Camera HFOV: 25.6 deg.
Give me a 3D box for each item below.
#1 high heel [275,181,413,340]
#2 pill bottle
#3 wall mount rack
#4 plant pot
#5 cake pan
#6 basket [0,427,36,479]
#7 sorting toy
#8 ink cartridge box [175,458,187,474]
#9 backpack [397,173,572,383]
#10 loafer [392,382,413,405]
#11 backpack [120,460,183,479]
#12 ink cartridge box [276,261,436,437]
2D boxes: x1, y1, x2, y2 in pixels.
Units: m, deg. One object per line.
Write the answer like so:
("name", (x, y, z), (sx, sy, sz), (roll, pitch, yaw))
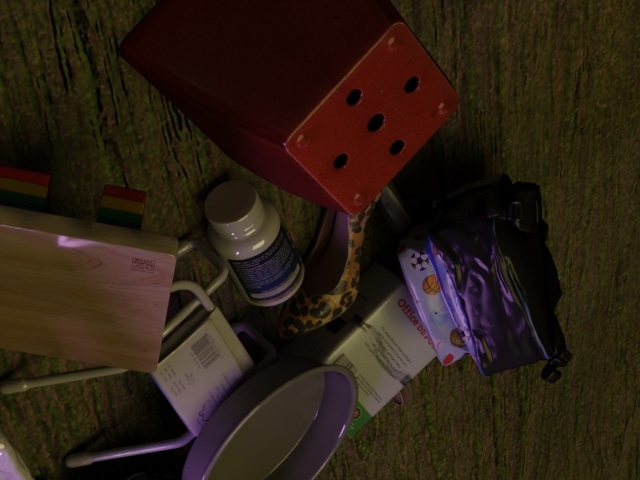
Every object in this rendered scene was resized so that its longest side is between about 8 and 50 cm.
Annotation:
("high heel", (0.000, 0.000, 1.862), (0.261, 0.093, 0.186), (-48, 140, -9))
("pill bottle", (-0.086, 0.001, 1.772), (0.094, 0.094, 0.169), (-39, 142, -11))
("wall mount rack", (-0.215, 0.169, 1.781), (0.304, 0.130, 0.350), (-42, 142, -13))
("plant pot", (-0.006, -0.187, 1.568), (0.267, 0.236, 0.267), (-48, 143, 0))
("cake pan", (-0.071, 0.270, 1.876), (0.293, 0.054, 0.293), (-35, 148, -26))
("basket", (-0.483, 0.302, 1.511), (0.331, 0.266, 0.328), (-32, 140, -17))
("sorting toy", (-0.287, 0.026, 1.514), (0.257, 0.089, 0.255), (10, 146, -6))
("ink cartridge box", (-0.164, 0.394, 2.084), (0.097, 0.046, 0.207), (-23, 136, -30))
("backpack", (0.234, 0.039, 1.971), (0.263, 0.213, 0.276), (-53, 129, -61))
("loafer", (0.100, 0.206, 2.169), (0.050, 0.056, 0.148), (-36, 131, -14))
("backpack", (-0.268, 0.442, 1.901), (0.253, 0.191, 0.225), (-33, 157, 13))
("ink cartridge box", (0.063, 0.156, 2.035), (0.208, 0.087, 0.153), (-42, 127, -6))
